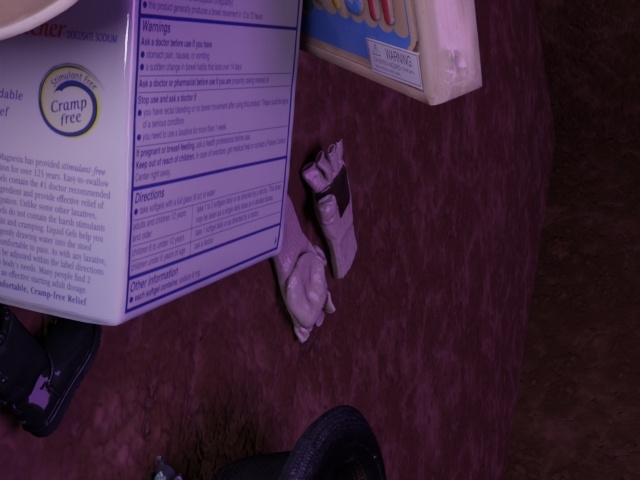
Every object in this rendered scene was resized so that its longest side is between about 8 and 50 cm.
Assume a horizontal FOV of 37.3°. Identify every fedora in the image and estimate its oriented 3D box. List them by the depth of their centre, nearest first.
[{"bbox_3d":[-0.044,0.324,1.019,0.334,0.152,0.334,1,90,-67],"label":"fedora"}]

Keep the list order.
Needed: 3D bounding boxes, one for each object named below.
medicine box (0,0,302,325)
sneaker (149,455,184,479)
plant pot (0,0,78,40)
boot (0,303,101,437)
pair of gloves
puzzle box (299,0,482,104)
[{"bbox_3d":[-0.137,-0.112,0.737,0.263,0.149,0.290,-23,120,-65],"label":"medicine box"},{"bbox_3d":[-0.156,0.240,0.901,0.098,0.038,0.069,31,61,-75],"label":"sneaker"},{"bbox_3d":[-0.186,-0.278,0.496,0.274,0.256,0.257,-86,163,-52],"label":"plant pot"},{"bbox_3d":[-0.222,0.082,0.726,0.099,0.045,0.121,59,39,-46],"label":"boot"},{"bbox_3d":[0.000,0.000,1.256,0.240,0.042,0.204,-58,143,-50],"label":"pair of gloves"},{"bbox_3d":[-0.012,-0.296,0.831,0.052,0.409,0.272,-23,120,-20],"label":"puzzle box"}]
